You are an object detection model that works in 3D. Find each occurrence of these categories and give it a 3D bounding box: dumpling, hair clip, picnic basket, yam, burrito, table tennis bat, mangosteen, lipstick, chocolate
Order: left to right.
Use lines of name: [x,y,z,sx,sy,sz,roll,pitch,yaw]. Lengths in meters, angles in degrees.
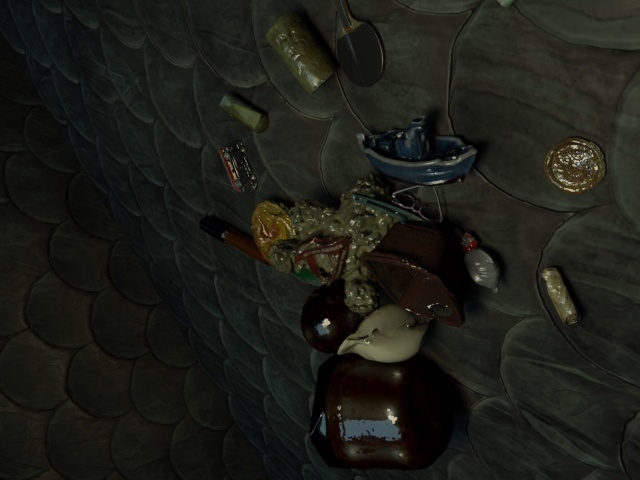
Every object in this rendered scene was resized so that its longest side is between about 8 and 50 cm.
lipstick: [-0.322,-0.002,1.756,0.418,0.077,0.077,25,131,32]
yam: [-0.241,-0.399,1.406,0.169,0.068,0.068,37,137,24]
yam: [-0.042,-0.462,1.125,0.194,0.107,0.107,55,141,1]
mangosteen: [0.081,0.253,1.408,0.288,0.231,0.232,20,132,10]
table tennis bat: [0.081,-0.472,1.059,0.130,0.019,0.221,-8,110,47]
dumpling: [0.178,0.272,1.283,0.243,0.176,0.227,15,149,-1]
chocolate: [0.209,0.510,1.326,0.331,0.383,0.384,-12,106,49]
hair clip: [0.178,-0.068,1.106,0.229,0.070,0.039,21,111,-8]
picnic basket: [0.251,0.076,1.092,0.222,0.129,0.297,15,156,42]
burrito: [0.525,0.126,0.979,0.041,0.055,0.149,-25,96,20]

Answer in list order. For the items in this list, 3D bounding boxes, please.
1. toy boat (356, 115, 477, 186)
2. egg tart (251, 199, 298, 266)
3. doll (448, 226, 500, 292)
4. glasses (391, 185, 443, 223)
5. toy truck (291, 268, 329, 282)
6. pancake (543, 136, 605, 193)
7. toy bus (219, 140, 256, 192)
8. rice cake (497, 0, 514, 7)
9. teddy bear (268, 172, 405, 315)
toy boat: [0.207,-0.212,1.017,0.309,0.129,0.143,19,139,39]
egg tart: [-0.137,-0.026,1.512,0.240,0.105,0.241,22,123,38]
doll: [0.370,0.045,1.070,0.180,0.079,0.094,58,157,19]
glasses: [0.251,-0.115,1.085,0.139,0.062,0.104,33,134,15]
toy truck: [-0.044,0.088,1.535,0.147,0.065,0.079,5,122,43]
pancake: [0.488,-0.143,0.864,0.114,0.011,0.115,26,133,31]
toy bus: [-0.287,-0.250,1.554,0.077,0.079,0.175,7,122,53]
rice cake: [0.290,-0.525,0.788,0.222,0.042,0.080,55,143,4]
teddy bear: [0.074,-0.014,1.235,0.357,0.225,0.368,30,136,2]
